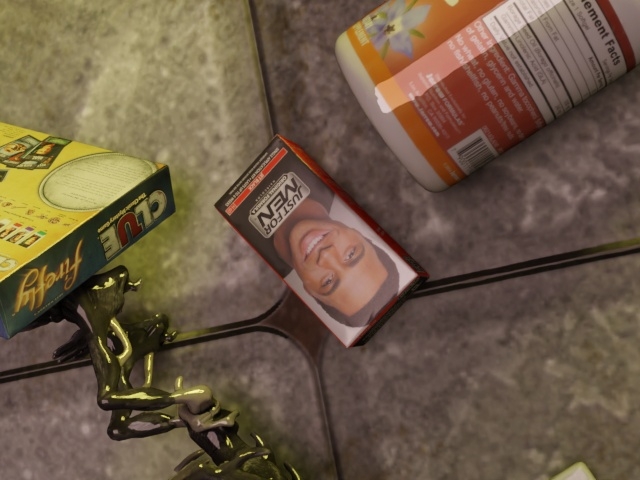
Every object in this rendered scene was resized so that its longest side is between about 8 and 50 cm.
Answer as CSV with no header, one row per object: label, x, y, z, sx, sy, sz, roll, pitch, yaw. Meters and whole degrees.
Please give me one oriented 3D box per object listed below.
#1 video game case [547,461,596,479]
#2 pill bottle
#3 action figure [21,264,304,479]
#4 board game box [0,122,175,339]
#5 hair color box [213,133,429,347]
video game case,0.135,0.279,0.553,0.212,0.023,0.193,-37,76,12
pill bottle,0.126,-0.134,0.534,0.216,0.121,0.121,-34,77,13
action figure,-0.099,0.157,0.574,0.141,0.164,0.275,-34,66,-15
board game box,-0.251,-0.025,0.621,0.243,0.165,0.042,16,129,27
hair color box,0.000,0.000,0.608,0.141,0.043,0.072,45,100,15
